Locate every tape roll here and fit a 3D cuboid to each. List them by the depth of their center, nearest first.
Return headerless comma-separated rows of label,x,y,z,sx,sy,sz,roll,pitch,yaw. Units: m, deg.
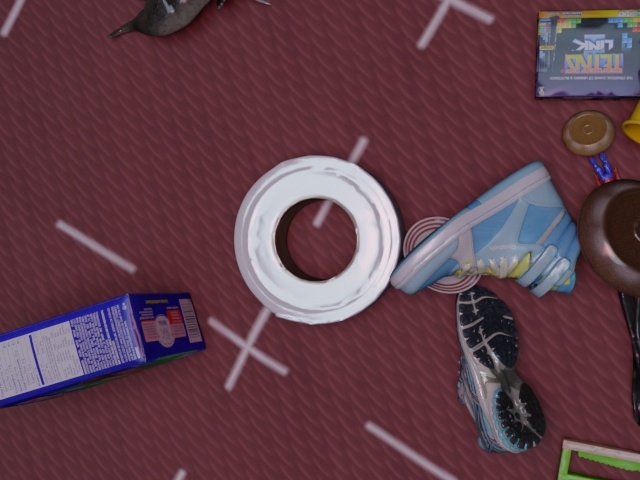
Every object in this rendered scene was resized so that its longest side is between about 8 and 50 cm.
tape roll,0.000,0.000,1.481,0.286,0.100,0.286,0,91,11

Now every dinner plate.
dinner plate,0.204,0.025,1.452,0.141,0.017,0.141,5,62,-10

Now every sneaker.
sneaker,0.282,0.036,1.380,0.319,0.127,0.208,-35,86,-9
sneaker,0.260,0.213,1.426,0.110,0.122,0.283,0,66,-28

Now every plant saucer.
plant saucer,0.502,-0.010,1.366,0.199,0.036,0.198,4,71,-10
plant saucer,0.436,-0.179,1.419,0.083,0.015,0.083,-7,68,18

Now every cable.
cable,0.534,0.183,1.391,0.072,0.139,0.287,-4,69,-13

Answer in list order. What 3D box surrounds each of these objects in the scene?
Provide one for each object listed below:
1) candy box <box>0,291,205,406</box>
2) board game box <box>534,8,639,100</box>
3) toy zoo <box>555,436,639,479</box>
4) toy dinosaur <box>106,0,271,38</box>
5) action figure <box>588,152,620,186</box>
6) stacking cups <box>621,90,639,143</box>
candy box,-0.395,0.186,1.475,0.317,0.268,0.122,-17,83,12
board game box,0.437,-0.300,1.417,0.170,0.048,0.141,1,89,11
toy zoo,0.470,0.484,1.423,0.192,0.030,0.293,10,92,11
toy dinosaur,-0.252,-0.432,1.520,0.314,0.121,0.160,-29,71,6
action figure,0.465,-0.108,1.423,0.038,0.030,0.115,-24,88,6
stacking cups,0.583,-0.292,1.348,0.096,0.096,0.316,29,86,10
